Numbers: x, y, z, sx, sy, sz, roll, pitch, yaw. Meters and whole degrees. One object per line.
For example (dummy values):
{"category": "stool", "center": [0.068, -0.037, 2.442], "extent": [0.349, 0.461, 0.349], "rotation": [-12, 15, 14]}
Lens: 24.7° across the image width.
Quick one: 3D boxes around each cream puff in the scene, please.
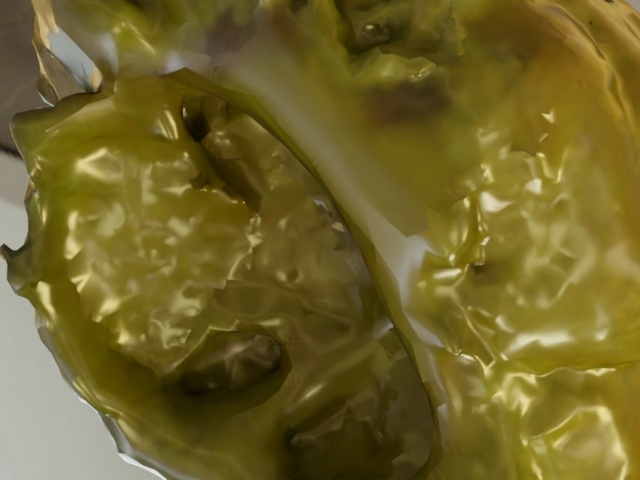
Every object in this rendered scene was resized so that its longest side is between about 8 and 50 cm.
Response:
{"category": "cream puff", "center": [-0.001, -0.002, 0.477], "extent": [0.185, 0.282, 0.282], "rotation": [-36, -152, -15]}
